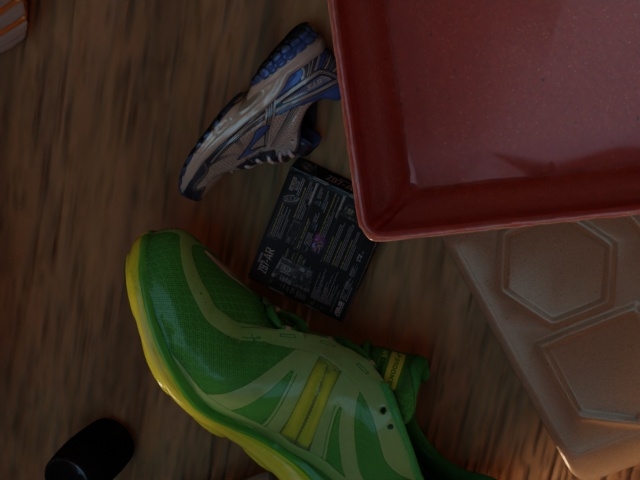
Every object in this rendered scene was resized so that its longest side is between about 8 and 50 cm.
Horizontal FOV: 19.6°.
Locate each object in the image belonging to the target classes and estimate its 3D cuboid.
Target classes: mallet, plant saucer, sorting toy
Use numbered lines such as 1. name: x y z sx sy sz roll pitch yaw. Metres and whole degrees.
1. mallet: -0.188 0.185 1.267 0.039 0.062 0.190 44 132 3
2. plant saucer: 0.132 -0.141 0.995 0.258 0.048 0.259 -6 95 20
3. sorting toy: 0.192 0.028 1.082 0.193 0.038 0.208 -24 107 24

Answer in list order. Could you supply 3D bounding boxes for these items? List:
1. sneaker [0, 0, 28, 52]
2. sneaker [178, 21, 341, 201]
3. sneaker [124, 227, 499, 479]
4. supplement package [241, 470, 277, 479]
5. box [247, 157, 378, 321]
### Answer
1. sneaker: -0.241 -0.196 1.088 0.084 0.083 0.215 -25 128 14
2. sneaker: -0.033 -0.063 1.103 0.058 0.052 0.135 41 118 -7
3. sneaker: 0.001 0.090 1.134 0.123 0.109 0.295 -40 104 20
4. supplement package: -0.106 0.274 1.204 0.244 0.134 0.139 -23 118 24
5. box: 0.000 0.000 1.136 0.067 0.018 0.083 25 117 6
